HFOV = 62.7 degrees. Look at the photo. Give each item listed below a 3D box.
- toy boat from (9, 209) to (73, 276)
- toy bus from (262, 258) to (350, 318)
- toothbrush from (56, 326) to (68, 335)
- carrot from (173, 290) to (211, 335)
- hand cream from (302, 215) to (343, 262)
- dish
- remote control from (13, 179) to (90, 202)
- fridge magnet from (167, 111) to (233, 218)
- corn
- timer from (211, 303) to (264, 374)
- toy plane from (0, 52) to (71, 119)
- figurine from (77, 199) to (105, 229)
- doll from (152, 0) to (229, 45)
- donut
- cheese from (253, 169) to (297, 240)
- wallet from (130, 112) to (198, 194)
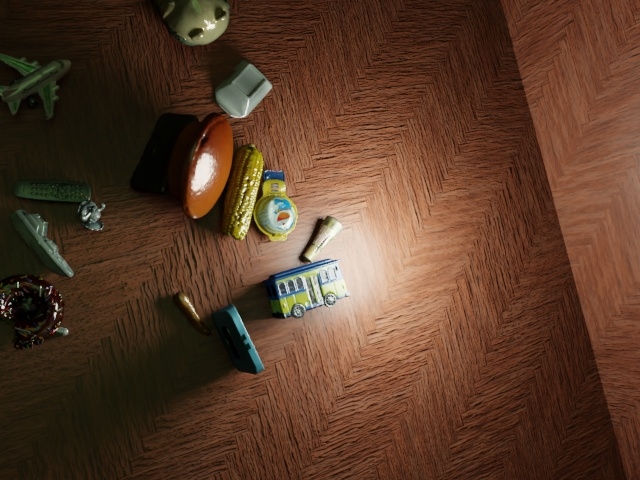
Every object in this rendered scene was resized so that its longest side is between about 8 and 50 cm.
[{"bbox_3d":[-0.864,0.010,1.652,0.085,0.078,0.260,-37,96,-9],"label":"toy boat"},{"bbox_3d":[-0.050,0.179,1.955,0.288,0.138,0.175,-16,90,-25],"label":"toy bus"},{"bbox_3d":[-0.950,0.234,1.610,0.342,0.025,0.030,20,73,-20],"label":"toothbrush"},{"bbox_3d":[-0.442,0.258,1.822,0.047,0.047,0.191,-39,99,-24],"label":"carrot"},{"bbox_3d":[0.000,0.000,2.043,0.084,0.084,0.203,42,75,-13],"label":"hand cream"},{"bbox_3d":[-0.294,-0.578,2.000,0.154,0.064,0.234,41,70,-14],"label":"dish"},{"bbox_3d":[-0.864,-0.159,1.698,0.222,0.042,0.072,2,82,-25],"label":"remote control"},{"bbox_3d":[-0.395,-0.251,1.762,0.155,0.363,0.363,16,75,4],"label":"fridge magnet"},{"bbox_3d":[-0.285,-0.180,1.916,0.121,0.120,0.363,12,79,-22],"label":"corn"},{"bbox_3d":[-0.264,0.329,1.777,0.091,0.250,0.231,-25,93,-24],"label":"timer"},{"bbox_3d":[-0.919,-0.511,1.695,0.255,0.101,0.251,-43,100,-27],"label":"toy plane"},{"bbox_3d":[-0.750,-0.083,1.714,0.082,0.094,0.086,19,106,16],"label":"figurine"},{"bbox_3d":[-0.488,-0.867,1.865,0.247,0.247,0.349,-38,90,-24],"label":"doll"},{"bbox_3d":[-0.888,0.203,1.583,0.216,0.096,0.230,-36,88,-35],"label":"donut"},{"bbox_3d":[-0.171,-0.132,1.984,0.177,0.069,0.270,-2,83,-24],"label":"cheese"},{"bbox_3d":[-0.541,-0.303,1.806,0.165,0.042,0.309,11,72,24],"label":"wallet"}]
